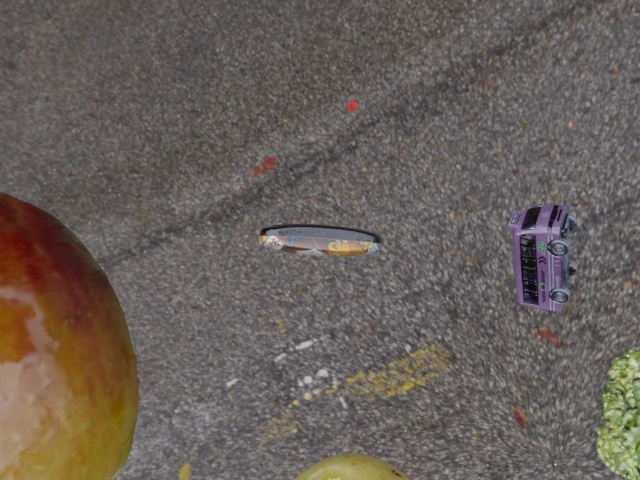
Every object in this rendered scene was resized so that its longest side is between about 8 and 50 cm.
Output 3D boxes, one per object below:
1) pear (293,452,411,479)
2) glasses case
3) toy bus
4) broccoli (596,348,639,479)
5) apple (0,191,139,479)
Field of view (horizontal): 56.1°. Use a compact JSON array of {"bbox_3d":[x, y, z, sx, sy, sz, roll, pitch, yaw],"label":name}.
[{"bbox_3d":[0.062,0.553,1.102,0.309,0.309,0.309,-7,68,19],"label":"pear"},{"bbox_3d":[0.000,0.000,1.575,0.321,0.122,0.082,4,88,-9],"label":"glasses case"},{"bbox_3d":[0.372,0.029,1.008,0.098,0.178,0.087,7,40,30],"label":"toy bus"},{"bbox_3d":[0.509,0.272,0.815,0.247,0.243,0.263,-15,87,13],"label":"broccoli"},{"bbox_3d":[-0.305,0.083,0.460,0.346,0.254,0.179,47,134,6],"label":"apple"}]
